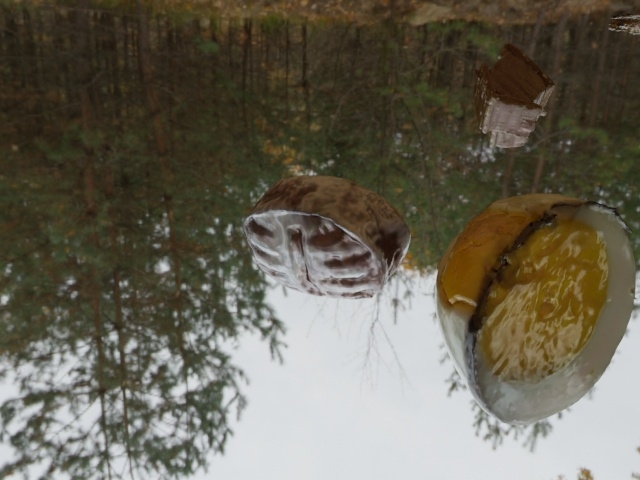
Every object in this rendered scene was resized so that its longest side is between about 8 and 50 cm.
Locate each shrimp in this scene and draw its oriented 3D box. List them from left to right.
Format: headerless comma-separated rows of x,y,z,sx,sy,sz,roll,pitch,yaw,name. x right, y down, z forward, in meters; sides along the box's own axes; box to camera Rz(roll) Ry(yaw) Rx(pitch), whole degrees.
0.813,-0.501,1.319,0.249,0.068,0.150,24,176,29,shrimp

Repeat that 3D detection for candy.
0.000,0.000,0.944,0.290,0.214,0.157,6,-133,37,candy

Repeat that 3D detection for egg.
0.298,0.085,0.852,0.337,0.336,0.201,-5,-163,-22,egg

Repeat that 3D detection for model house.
0.495,-0.369,1.518,0.220,0.199,0.229,42,-117,14,model house

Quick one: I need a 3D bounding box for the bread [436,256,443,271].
0.345,0.090,1.417,0.082,0.115,0.056,-32,-167,50,bread
